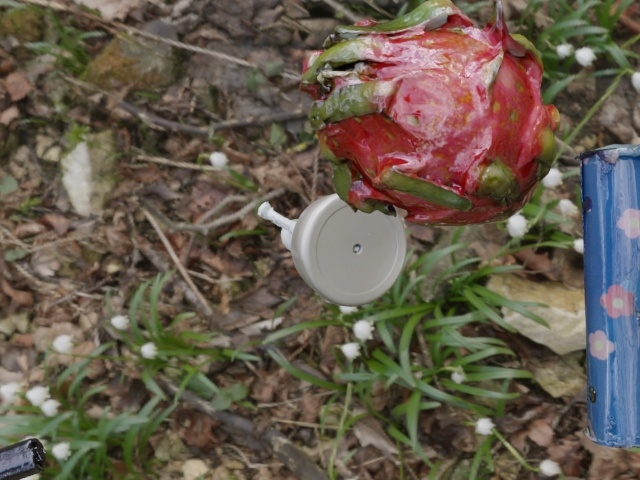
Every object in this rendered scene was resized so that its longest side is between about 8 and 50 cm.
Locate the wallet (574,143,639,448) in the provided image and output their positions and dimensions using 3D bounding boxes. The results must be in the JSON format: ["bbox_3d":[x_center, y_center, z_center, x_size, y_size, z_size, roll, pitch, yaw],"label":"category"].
[{"bbox_3d":[0.246,0.033,0.498,0.059,0.141,0.202,-179,87,-72],"label":"wallet"}]

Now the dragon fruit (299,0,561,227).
[{"bbox_3d":[0.123,-0.133,0.805,0.237,0.303,0.231,179,100,-66],"label":"dragon fruit"}]

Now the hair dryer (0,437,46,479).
[{"bbox_3d":[-0.463,0.315,0.898,0.251,0.089,0.197,-24,58,1],"label":"hair dryer"}]

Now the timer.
[{"bbox_3d":[0.000,0.000,1.172,0.266,0.175,0.175,13,84,65],"label":"timer"}]
